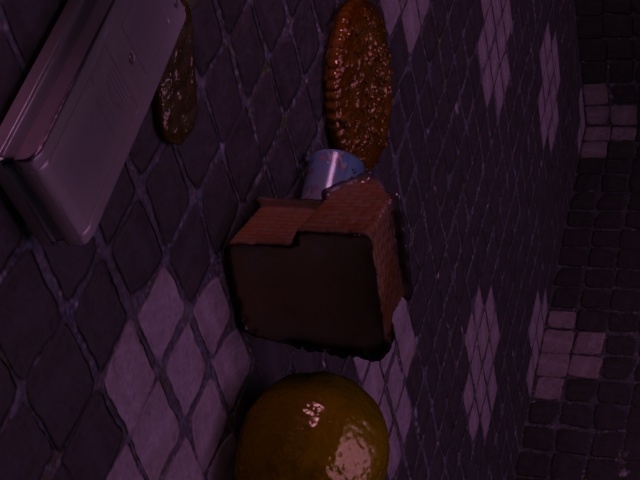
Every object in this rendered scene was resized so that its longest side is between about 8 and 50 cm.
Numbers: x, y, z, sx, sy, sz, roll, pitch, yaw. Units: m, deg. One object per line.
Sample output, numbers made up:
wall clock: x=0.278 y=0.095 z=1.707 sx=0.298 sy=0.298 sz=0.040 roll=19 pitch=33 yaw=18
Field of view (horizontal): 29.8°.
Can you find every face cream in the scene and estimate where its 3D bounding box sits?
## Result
face cream: x=0.000 y=0.000 z=1.490 sx=0.075 sy=0.075 sz=0.229 roll=61 pitch=36 yaw=-55

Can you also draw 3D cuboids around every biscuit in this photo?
biscuit: x=0.059 y=-0.216 z=1.690 sx=0.254 sy=0.035 sz=0.253 roll=2 pitch=90 yaw=-69
biscuit: x=-0.141 y=-0.164 z=1.165 sx=0.071 sy=0.018 sz=0.147 roll=-39 pitch=132 yaw=-62

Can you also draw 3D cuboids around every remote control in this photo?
remote control: x=-0.187 y=-0.134 z=0.997 sx=0.103 sy=0.056 sz=0.277 roll=69 pitch=29 yaw=-48

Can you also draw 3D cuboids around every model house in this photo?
model house: x=0.009 y=0.016 z=1.359 sx=0.172 sy=0.183 sz=0.166 roll=-59 pitch=146 yaw=-52

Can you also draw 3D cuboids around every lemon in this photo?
lemon: x=-0.011 y=0.242 z=1.350 sx=0.193 sy=0.181 sz=0.180 roll=-38 pitch=130 yaw=-38

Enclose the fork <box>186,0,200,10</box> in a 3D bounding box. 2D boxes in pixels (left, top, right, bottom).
fork: x=-0.110 y=-0.286 z=1.248 sx=0.219 sy=0.028 sz=0.034 roll=-61 pitch=155 yaw=-44
